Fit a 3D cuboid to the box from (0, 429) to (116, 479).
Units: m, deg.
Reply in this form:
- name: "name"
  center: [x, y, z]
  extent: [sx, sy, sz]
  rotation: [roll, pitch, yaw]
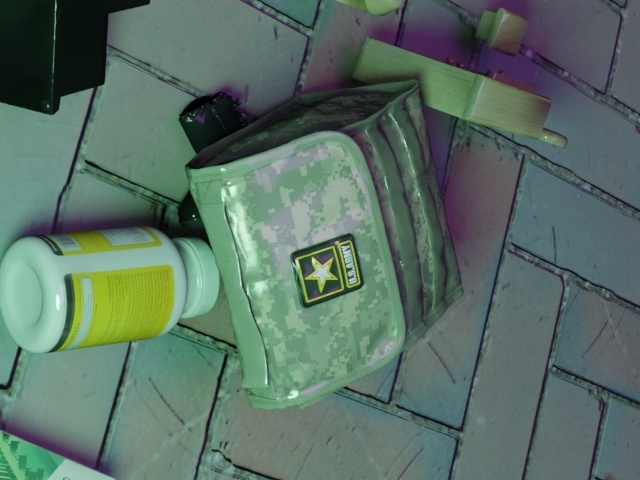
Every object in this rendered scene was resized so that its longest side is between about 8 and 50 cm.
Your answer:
- name: "box"
  center: [-0.323, 0.309, 1.387]
  extent: [0.232, 0.058, 0.322]
  rotation: [30, 69, -35]

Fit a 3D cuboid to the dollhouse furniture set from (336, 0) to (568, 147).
- name: "dollhouse furniture set"
  center: [0.191, -0.295, 1.667]
  extent: [0.303, 0.173, 0.356]
  rotation: [12, 101, -47]

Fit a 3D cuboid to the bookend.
- name: "bookend"
  center: [-0.215, -0.207, 1.472]
  extent: [0.157, 0.072, 0.156]
  rotation: [-28, 128, -56]

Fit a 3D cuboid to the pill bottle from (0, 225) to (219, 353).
- name: "pill bottle"
  center: [-0.184, 0.041, 1.479]
  extent: [0.184, 0.103, 0.103]
  rotation: [-5, 92, -40]

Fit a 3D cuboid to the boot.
- name: "boot"
  center: [-0.108, -0.079, 1.584]
  extent: [0.121, 0.045, 0.099]
  rotation: [-40, 116, -41]

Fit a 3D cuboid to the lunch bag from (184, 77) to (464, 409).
- name: "lunch bag"
  center: [0.000, 0.000, 1.544]
  extent: [0.287, 0.168, 0.235]
  rotation: [-37, 118, -54]
